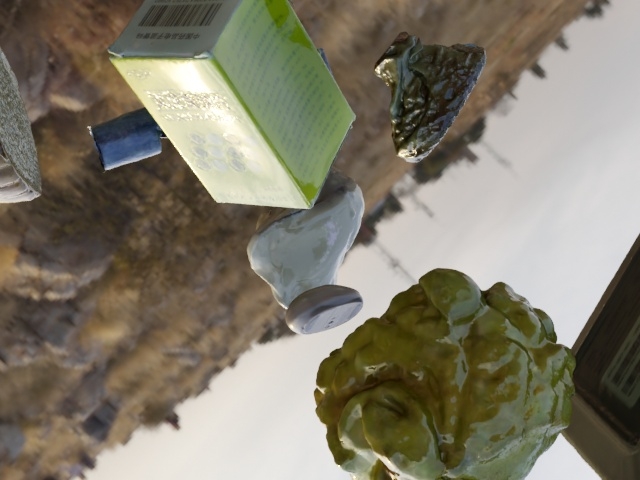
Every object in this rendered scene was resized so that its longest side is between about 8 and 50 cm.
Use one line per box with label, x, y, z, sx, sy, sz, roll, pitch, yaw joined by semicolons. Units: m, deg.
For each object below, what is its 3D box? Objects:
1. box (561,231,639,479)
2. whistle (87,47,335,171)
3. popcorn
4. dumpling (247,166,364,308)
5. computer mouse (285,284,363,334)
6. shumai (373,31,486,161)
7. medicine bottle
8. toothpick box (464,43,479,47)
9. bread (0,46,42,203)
box;0.465;0.131;1.283;0.395;0.111;0.396;-61;-169;6
whistle;-0.125;-0.160;1.190;0.304;0.062;0.062;-21;174;-14
popcorn;0.126;0.162;0.987;0.250;0.241;0.235;-48;169;37
dumpling;0.000;0.000;1.705;0.187;0.242;0.318;-14;-166;28
computer mouse;0.002;0.075;1.131;0.096;0.039;0.066;-12;150;-36
shumai;0.088;-0.141;0.908;0.123;0.087;0.099;-60;-174;-12
medicine bottle;-0.087;-0.159;1.053;0.137;0.250;0.141;8;-121;34
toothpick box;0.262;-0.318;1.788;0.052;0.052;0.083;-46;175;-8
bread;-0.410;-0.154;1.203;0.070;0.236;0.236;-15;178;-4
